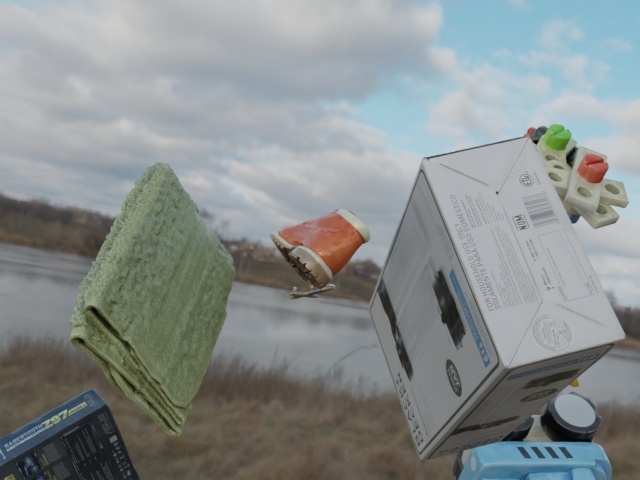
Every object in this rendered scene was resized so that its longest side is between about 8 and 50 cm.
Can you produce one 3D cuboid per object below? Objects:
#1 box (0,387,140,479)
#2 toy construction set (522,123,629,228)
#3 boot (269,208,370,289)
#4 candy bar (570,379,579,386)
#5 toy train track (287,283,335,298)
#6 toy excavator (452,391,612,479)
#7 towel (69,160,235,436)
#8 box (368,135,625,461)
[{"bbox_3d":[-0.360,0.353,1.177,0.183,0.232,0.059,-30,34,-26],"label":"box"},{"bbox_3d":[0.243,-0.023,1.025,0.215,0.151,0.327,-37,-11,-41],"label":"toy construction set"},{"bbox_3d":[0.000,0.000,0.883,0.059,0.084,0.158,51,-10,-20],"label":"boot"},{"bbox_3d":[0.354,0.180,1.196,0.018,0.040,0.161,-13,0,9],"label":"candy bar"},{"bbox_3d":[-0.011,0.065,1.090,0.048,0.014,0.083,10,-18,-41],"label":"toy train track"},{"bbox_3d":[0.354,0.507,1.486,0.433,0.222,0.445,3,38,-12],"label":"toy excavator"},{"bbox_3d":[-0.096,0.031,0.495,0.027,0.148,0.110,-12,-51,22],"label":"towel"},{"bbox_3d":[0.122,0.066,0.681,0.087,0.169,0.290,-13,-23,-11],"label":"box"}]
